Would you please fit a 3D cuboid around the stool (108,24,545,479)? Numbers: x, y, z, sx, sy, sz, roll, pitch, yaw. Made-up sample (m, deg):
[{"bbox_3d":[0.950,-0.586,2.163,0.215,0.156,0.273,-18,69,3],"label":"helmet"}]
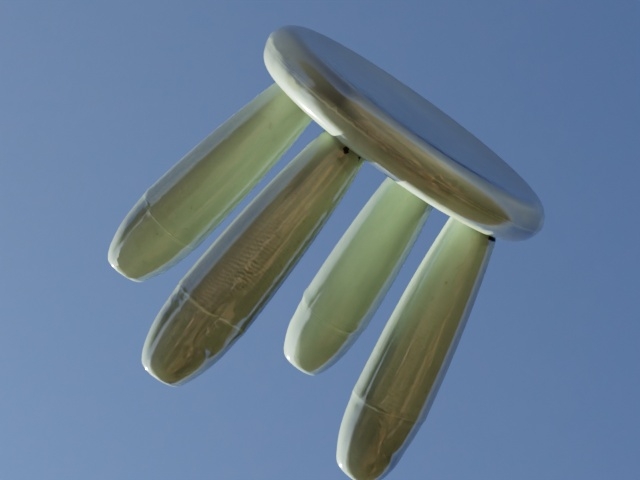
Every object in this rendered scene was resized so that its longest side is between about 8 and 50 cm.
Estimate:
[{"bbox_3d":[0.000,0.000,1.085,0.195,0.195,0.198,32,-77,-25],"label":"stool"}]
